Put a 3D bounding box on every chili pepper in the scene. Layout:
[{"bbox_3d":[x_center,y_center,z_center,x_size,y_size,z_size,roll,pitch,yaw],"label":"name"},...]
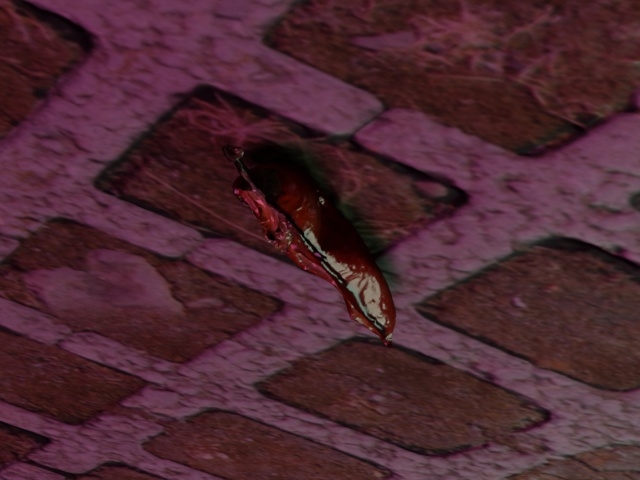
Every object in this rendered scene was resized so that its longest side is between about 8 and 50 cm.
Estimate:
[{"bbox_3d":[0.000,0.000,1.100,0.059,0.050,0.268,21,165,35],"label":"chili pepper"}]
